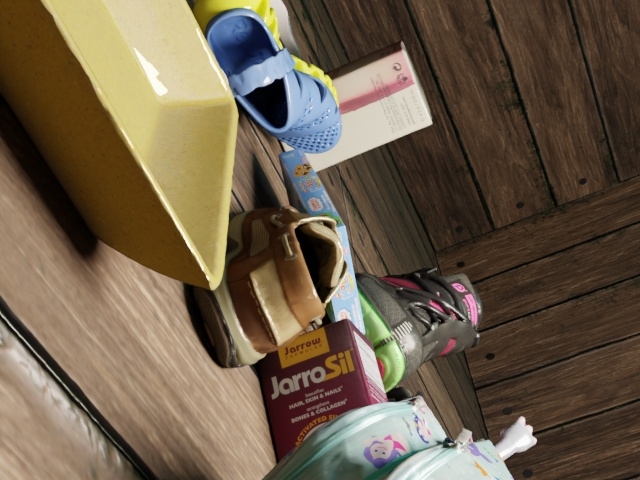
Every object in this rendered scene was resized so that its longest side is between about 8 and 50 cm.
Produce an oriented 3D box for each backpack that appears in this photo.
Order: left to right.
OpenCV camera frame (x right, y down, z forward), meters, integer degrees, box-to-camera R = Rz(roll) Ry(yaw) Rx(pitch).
[{"bbox_3d":[0.033,0.221,0.622,0.191,0.225,0.253,48,11,12],"label":"backpack"}]

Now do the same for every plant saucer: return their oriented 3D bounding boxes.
[{"bbox_3d":[-0.172,-0.162,0.705,0.333,0.081,0.332,-94,161,-59],"label":"plant saucer"}]

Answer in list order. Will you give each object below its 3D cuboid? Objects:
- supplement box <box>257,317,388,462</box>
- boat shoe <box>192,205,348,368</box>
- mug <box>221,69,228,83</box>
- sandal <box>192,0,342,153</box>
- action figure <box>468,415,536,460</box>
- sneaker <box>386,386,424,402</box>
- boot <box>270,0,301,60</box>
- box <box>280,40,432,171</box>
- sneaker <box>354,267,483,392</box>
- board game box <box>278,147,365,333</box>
[{"bbox_3d":[0.015,0.184,0.911,0.081,0.104,0.188,52,19,-58],"label":"supplement box"},{"bbox_3d":[-0.029,0.031,0.945,0.324,0.120,0.122,-75,143,-73],"label":"boat shoe"},{"bbox_3d":[-0.129,-0.148,1.009,0.062,0.078,0.064,37,0,4],"label":"mug"},{"bbox_3d":[-0.064,-0.193,1.258,0.317,0.126,0.138,41,32,-52],"label":"sandal"},{"bbox_3d":[0.091,0.300,1.052,0.370,0.248,0.276,52,58,-19],"label":"action figure"},{"bbox_3d":[0.140,0.292,1.399,0.227,0.087,0.130,47,30,-51],"label":"sneaker"},{"bbox_3d":[-0.089,-0.381,1.647,0.190,0.069,0.086,68,-1,-58],"label":"boot"},{"bbox_3d":[0.048,-0.211,1.513,0.148,0.232,0.127,-78,145,-72],"label":"box"},{"bbox_3d":[0.136,0.107,1.424,0.483,0.202,0.185,-12,80,-80],"label":"sneaker"},{"bbox_3d":[0.000,0.000,1.193,0.211,0.039,0.160,-115,-169,-56],"label":"board game box"}]
